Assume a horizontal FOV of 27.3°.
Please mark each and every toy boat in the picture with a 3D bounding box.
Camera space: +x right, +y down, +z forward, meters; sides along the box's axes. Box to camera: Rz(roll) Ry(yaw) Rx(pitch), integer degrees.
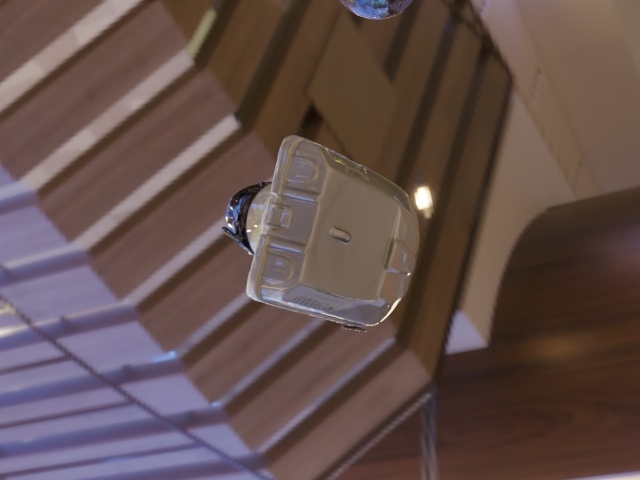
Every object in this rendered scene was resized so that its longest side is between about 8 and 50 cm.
[{"bbox_3d":[0.004,0.001,1.104,0.269,0.140,0.141,27,-126,-75],"label":"toy boat"}]

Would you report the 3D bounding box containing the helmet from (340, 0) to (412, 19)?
[{"bbox_3d":[0.046,-0.247,1.168,0.123,0.098,0.070,63,-147,-54],"label":"helmet"}]
